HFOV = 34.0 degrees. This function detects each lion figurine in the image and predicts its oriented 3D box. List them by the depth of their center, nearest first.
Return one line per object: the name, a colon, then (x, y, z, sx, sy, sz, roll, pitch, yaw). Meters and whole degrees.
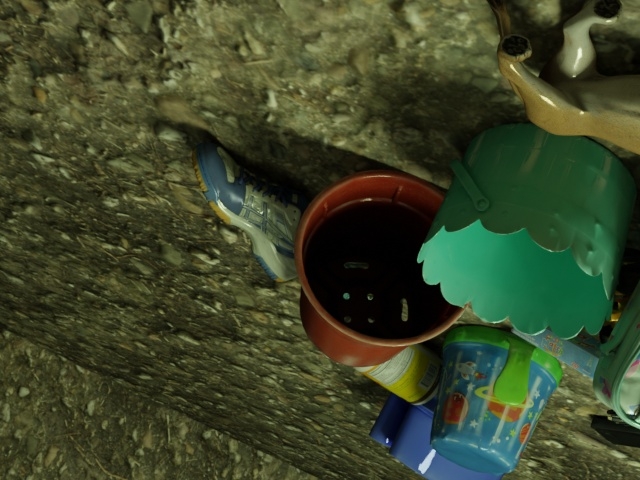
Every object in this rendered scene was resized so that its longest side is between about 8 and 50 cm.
lion figurine: (0.350, -0.139, 1.167, 0.392, 0.142, 0.240, 31, 167, 16)

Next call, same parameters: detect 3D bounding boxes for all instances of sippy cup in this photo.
sippy cup: (0.316, 0.313, 1.984, 0.240, 0.224, 0.305, 6, 152, 34)

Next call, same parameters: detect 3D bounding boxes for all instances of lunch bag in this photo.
lunch bag: (0.475, 0.129, 1.294, 0.224, 0.279, 0.108, 24, -175, -11)

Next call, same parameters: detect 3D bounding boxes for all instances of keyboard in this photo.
keyboard: (0.677, 0.375, 2.032, 0.317, 0.033, 0.201, 0, 154, 39)

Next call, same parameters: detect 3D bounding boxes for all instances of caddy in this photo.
caddy: (0.279, 0.444, 2.357, 0.341, 0.179, 0.241, 34, 178, -24)

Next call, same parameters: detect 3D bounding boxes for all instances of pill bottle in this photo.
pill bottle: (0.141, 0.235, 2.106, 0.215, 0.117, 0.117, 34, 154, -23)

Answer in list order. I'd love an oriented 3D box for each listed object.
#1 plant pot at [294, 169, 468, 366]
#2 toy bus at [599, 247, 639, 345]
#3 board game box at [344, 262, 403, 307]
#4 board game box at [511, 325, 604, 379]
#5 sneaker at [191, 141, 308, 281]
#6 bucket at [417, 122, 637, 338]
plant pot: (0.079, 0.070, 1.632, 0.272, 0.272, 0.265, 23, 157, 1)
toy bus: (0.501, 0.089, 1.452, 0.211, 0.150, 0.220, -7, -166, 1)
board game box: (0.083, 0.075, 1.902, 0.126, 0.026, 0.186, 2, 151, 9)
board game box: (0.419, 0.156, 1.604, 0.211, 0.039, 0.160, 0, -158, -43)
sneaker: (-0.090, -0.066, 1.738, 0.131, 0.112, 0.296, -26, 124, 21)
bucket: (0.279, -0.013, 1.393, 0.281, 0.183, 0.281, 19, 155, 9)
